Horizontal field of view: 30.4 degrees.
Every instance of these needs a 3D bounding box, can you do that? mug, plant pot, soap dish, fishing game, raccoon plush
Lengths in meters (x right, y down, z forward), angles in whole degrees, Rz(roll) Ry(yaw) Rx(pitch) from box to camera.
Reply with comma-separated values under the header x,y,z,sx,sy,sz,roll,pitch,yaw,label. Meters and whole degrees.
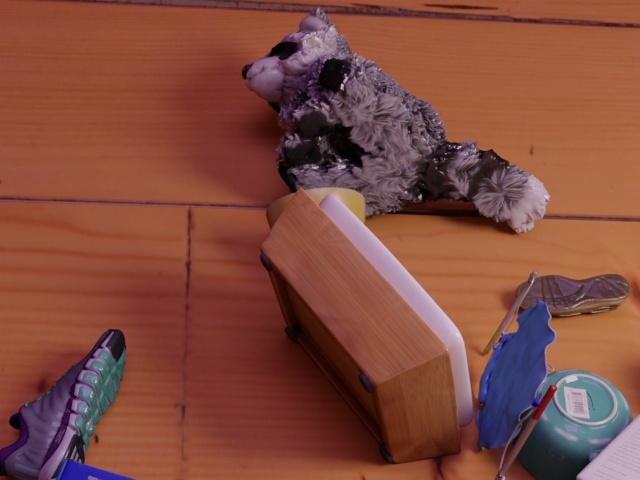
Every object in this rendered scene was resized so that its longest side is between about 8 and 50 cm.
x,y,z,sx,sy,sz,roll,pitch,yaw,label
0.308,0.222,1.372,0.129,0.097,0.157,-31,55,-33,mug
0.000,0.000,1.560,0.134,0.134,0.095,-4,70,-11,plant pot
0.051,0.107,1.381,0.118,0.229,0.291,-32,54,-13,soap dish
0.232,0.162,1.372,0.041,0.189,0.264,22,24,-7,fishing game
0.094,-0.156,1.739,0.446,0.216,0.299,30,25,-18,raccoon plush

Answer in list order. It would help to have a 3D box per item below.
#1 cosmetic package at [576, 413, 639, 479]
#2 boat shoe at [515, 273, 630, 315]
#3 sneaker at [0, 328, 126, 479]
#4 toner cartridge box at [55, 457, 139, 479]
x,y,z,sx,sy,sz,roll,pitch,yaw,label
0.389,0.283,1.254,0.183,0.151,0.151,-34,36,-33,cosmetic package
0.335,0.077,1.574,0.153,0.048,0.056,-7,57,-5,boat shoe
-0.299,0.182,1.352,0.098,0.083,0.224,10,44,10,sneaker
-0.113,0.334,1.108,0.347,0.075,0.165,13,64,19,toner cartridge box
